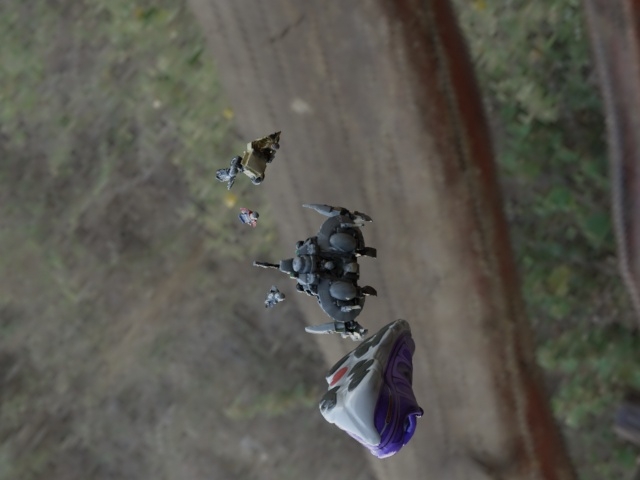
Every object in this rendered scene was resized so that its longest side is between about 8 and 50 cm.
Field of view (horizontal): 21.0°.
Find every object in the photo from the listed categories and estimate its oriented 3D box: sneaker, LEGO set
[{"bbox_3d":[0.044,0.114,1.272,0.068,0.170,0.071,-37,98,20],"label":"sneaker"},{"bbox_3d":[-0.002,0.001,0.602,0.083,0.054,0.023,43,150,-24],"label":"LEGO set"}]
